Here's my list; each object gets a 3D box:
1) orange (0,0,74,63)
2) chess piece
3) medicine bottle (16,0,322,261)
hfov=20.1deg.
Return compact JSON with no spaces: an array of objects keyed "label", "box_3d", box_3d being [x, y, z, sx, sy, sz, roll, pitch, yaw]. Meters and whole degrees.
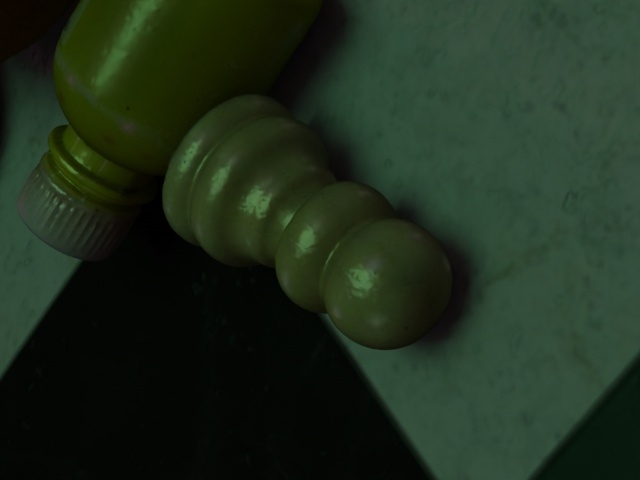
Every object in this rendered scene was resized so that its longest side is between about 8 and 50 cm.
[{"label":"orange","box_3d":[-0.252,-0.214,1.175,0.170,0.224,0.224,117,155,-79]},{"label":"chess piece","box_3d":[0.000,0.000,0.977,0.170,0.094,0.094,38,108,34]},{"label":"medicine bottle","box_3d":[-0.100,-0.089,1.059,0.212,0.122,0.122,-55,50,21]}]
